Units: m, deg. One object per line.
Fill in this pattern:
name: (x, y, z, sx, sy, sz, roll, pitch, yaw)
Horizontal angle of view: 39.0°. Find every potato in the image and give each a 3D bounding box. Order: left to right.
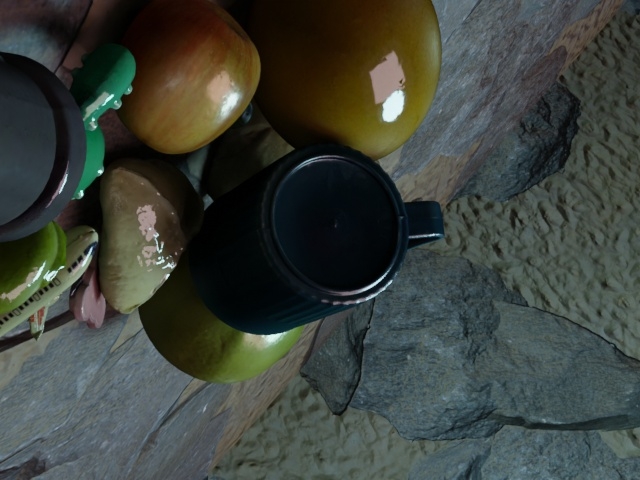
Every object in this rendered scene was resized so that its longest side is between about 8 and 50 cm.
potato: (-0.034, -0.112, 1.525, 0.189, 0.264, 0.211, -54, 173, -28)

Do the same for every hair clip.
hair clip: (-0.331, 0.050, 1.321, 0.138, 0.102, 0.123, -47, 167, -17)

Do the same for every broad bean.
broad bean: (-0.384, 0.023, 1.066, 0.174, 0.124, 0.082, -38, 175, -27)

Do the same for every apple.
apple: (-0.167, -0.200, 1.102, 0.199, 0.199, 0.199, -47, 164, -18)
apple: (-0.159, 0.097, 1.543, 0.292, 0.292, 0.254, -43, -170, -28)

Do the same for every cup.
cup: (-0.008, 0.015, 1.321, 0.292, 0.308, 0.242, -28, -140, 64)

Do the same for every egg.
egg: (0.033, -0.262, 1.298, 0.282, 0.283, 0.351, -47, 152, -18)

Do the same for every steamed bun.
steamed bun: (-0.234, -0.032, 1.328, 0.212, 0.111, 0.231, -57, 159, -53)

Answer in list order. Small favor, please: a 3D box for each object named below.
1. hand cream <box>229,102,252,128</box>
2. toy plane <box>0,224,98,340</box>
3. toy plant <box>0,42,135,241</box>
hand cream: (-0.154, -0.229, 1.311, 0.086, 0.055, 0.235, -53, 157, -5)
toy plane: (-0.395, 0.069, 1.178, 0.256, 0.104, 0.242, -51, 162, -3)
toy plant: (-0.310, -0.101, 0.904, 0.279, 0.185, 0.400, -61, 173, 3)
